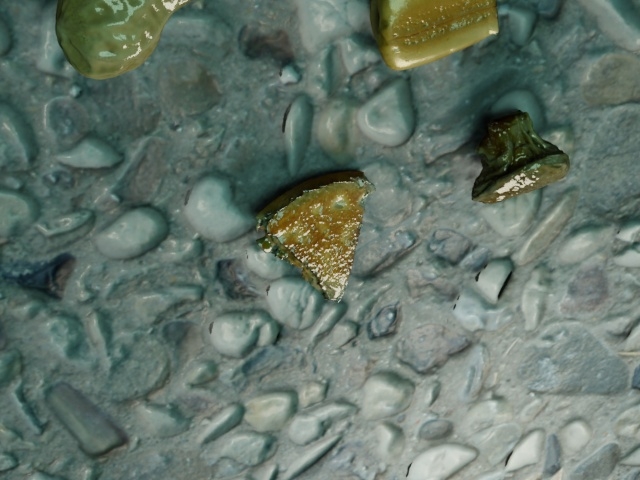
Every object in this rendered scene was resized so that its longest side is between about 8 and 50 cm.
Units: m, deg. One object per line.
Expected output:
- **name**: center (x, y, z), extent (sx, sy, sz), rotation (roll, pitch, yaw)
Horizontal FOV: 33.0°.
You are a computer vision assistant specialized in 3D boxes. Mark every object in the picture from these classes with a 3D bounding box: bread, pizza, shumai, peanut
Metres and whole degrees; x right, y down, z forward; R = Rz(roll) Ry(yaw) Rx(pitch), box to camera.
- **bread**: center (0.141, -0.297, 1.359), extent (0.173, 0.085, 0.134), rotation (-18, 128, -11)
- **pizza**: center (0.000, 0.000, 1.511), extent (0.185, 0.052, 0.195), rotation (-21, 121, -16)
- **shumai**: center (0.272, -0.122, 1.513), extent (0.146, 0.145, 0.116), rotation (-18, 83, -9)
- **peanut**: center (-0.187, -0.311, 1.209), extent (0.298, 0.120, 0.136), rotation (-44, 130, 6)
